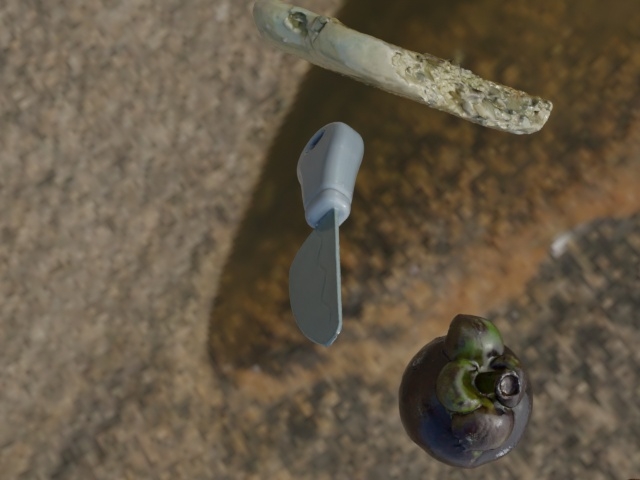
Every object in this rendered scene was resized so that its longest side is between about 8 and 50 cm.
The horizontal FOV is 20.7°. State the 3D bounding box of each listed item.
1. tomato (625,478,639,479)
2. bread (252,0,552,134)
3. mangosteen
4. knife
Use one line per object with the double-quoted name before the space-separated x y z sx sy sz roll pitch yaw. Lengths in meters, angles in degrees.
"tomato" 0.272 0.304 1.381 0.101 0.228 0.228 9 143 15
"bread" 0.048 -0.129 1.281 0.251 0.182 0.039 13 98 -51
"mangosteen" 0.177 0.175 2.053 0.172 0.172 0.184 -7 131 -33
"knife" -0.001 0.001 1.552 0.044 0.331 0.080 37 120 -20
